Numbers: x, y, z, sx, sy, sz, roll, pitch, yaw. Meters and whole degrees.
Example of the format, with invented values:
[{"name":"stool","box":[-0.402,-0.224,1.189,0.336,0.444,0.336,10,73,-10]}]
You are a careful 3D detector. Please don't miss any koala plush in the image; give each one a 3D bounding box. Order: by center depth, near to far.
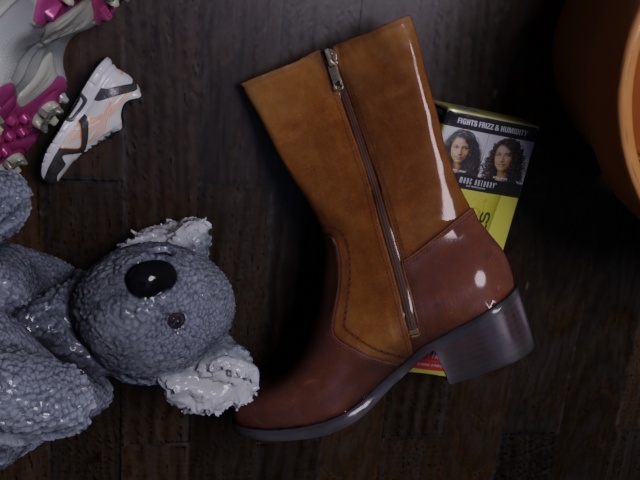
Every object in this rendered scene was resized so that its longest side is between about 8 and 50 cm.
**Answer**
[{"name":"koala plush","box":[-0.163,0.059,0.603,0.221,0.196,0.203,-13,154,-28]}]

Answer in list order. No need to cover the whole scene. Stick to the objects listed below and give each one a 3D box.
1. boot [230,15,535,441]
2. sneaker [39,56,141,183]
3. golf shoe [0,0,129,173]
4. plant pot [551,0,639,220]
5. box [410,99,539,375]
[{"name":"boot","box":[0.000,0.000,0.647,0.264,0.096,0.281,-23,94,20]},{"name":"sneaker","box":[-0.179,-0.086,0.633,0.043,0.040,0.109,32,101,-21]},{"name":"golf shoe","box":[-0.244,-0.148,0.578,0.140,0.115,0.306,38,103,5]},{"name":"plant pot","box":[0.310,-0.140,0.623,0.290,0.203,0.291,-4,110,-11]},{"name":"box","box":[0.110,0.001,0.710,0.087,0.058,0.233,10,107,-14]}]
